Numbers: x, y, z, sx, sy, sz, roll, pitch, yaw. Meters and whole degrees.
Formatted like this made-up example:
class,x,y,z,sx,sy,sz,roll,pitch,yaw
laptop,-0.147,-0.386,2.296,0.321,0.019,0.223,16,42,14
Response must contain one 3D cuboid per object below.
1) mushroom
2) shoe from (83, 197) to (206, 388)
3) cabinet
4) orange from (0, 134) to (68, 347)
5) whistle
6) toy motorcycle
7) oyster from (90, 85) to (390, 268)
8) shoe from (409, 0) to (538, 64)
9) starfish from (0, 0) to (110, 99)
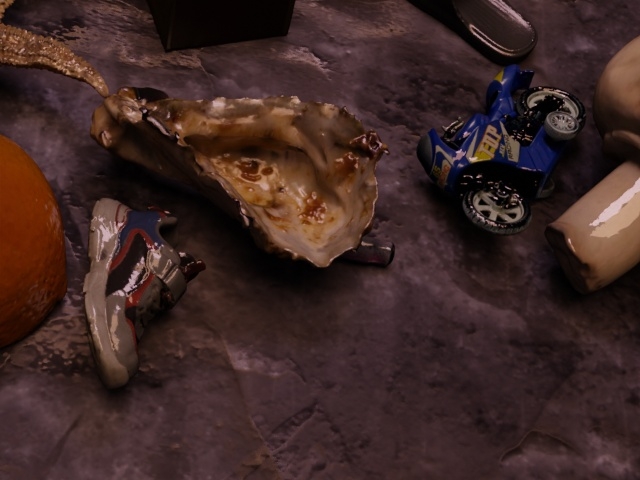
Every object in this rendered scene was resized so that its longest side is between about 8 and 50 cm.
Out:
class,x,y,z,sx,sy,sz,roll,pitch,yaw
mushroom,0.409,-0.084,1.226,0.336,0.314,0.314,-36,70,-3
shoe,-0.184,0.053,1.087,0.125,0.099,0.227,0,55,-10
cabinet,-0.125,-0.377,1.301,0.175,0.215,0.148,-12,62,-20
orange,-0.436,-0.023,1.058,0.310,0.274,0.274,13,52,27
whistle,0.000,0.000,1.204,0.176,0.033,0.033,11,57,-7
toy motorcycle,0.225,-0.123,1.293,0.169,0.113,0.315,25,47,14
oyster,-0.098,-0.083,1.135,0.337,0.133,0.198,21,52,0
shoe,0.211,-0.353,1.442,0.241,0.093,0.108,43,61,13
starfish,-0.444,-0.196,1.195,0.293,0.084,0.301,-31,68,-24
